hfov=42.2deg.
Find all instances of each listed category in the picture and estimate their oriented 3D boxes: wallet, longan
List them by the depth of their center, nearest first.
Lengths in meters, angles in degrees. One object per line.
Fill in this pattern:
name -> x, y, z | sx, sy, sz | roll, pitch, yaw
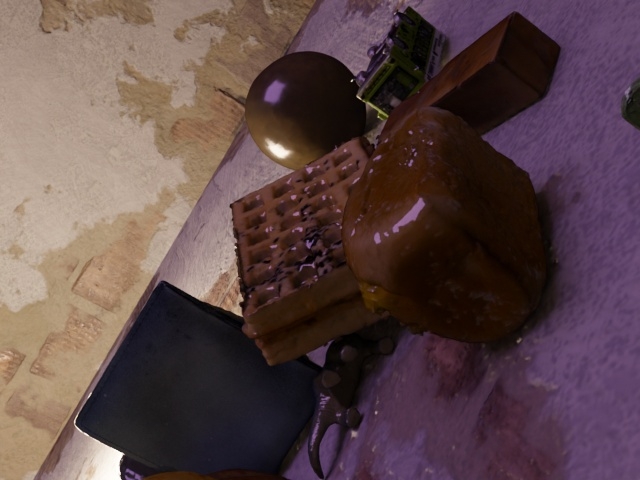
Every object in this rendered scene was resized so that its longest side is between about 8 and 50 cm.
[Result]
wallet -> -0.158, 0.226, 1.150 | 0.251, 0.290, 0.054 | -59, 13, 6
longan -> -0.029, -0.259, 1.688 | 0.258, 0.258, 0.258 | -52, 18, 24

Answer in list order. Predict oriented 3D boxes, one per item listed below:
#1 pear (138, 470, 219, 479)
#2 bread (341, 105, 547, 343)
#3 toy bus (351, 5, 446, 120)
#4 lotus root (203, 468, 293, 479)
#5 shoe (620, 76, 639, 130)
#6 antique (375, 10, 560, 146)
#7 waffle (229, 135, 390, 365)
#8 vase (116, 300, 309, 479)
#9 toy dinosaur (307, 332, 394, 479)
pear -> -0.122, 0.376, 0.778 | 0.314, 0.314, 0.314 | -52, 18, 24
bread -> 0.127, -0.010, 0.897 | 0.176, 0.195, 0.246 | -40, 23, 32
toy bus -> 0.153, -0.304, 1.442 | 0.113, 0.139, 0.302 | -48, 12, 31
lotus root -> -0.129, 0.357, 1.042 | 0.188, 0.180, 0.199 | -53, 18, 32
shoe -> 0.304, -0.082, 0.596 | 0.128, 0.140, 0.262 | -28, 40, 43
antique -> 0.200, -0.202, 1.199 | 0.310, 0.087, 0.093 | -32, 30, 58
waffle -> 0.000, 0.000, 1.185 | 0.261, 0.114, 0.376 | -24, 28, 6
vase -> -0.187, 0.261, 1.297 | 0.291, 0.245, 0.245 | -63, 16, 2
toy dinosaur -> 0.019, 0.192, 1.130 | 0.188, 0.075, 0.248 | 145, 147, -74
